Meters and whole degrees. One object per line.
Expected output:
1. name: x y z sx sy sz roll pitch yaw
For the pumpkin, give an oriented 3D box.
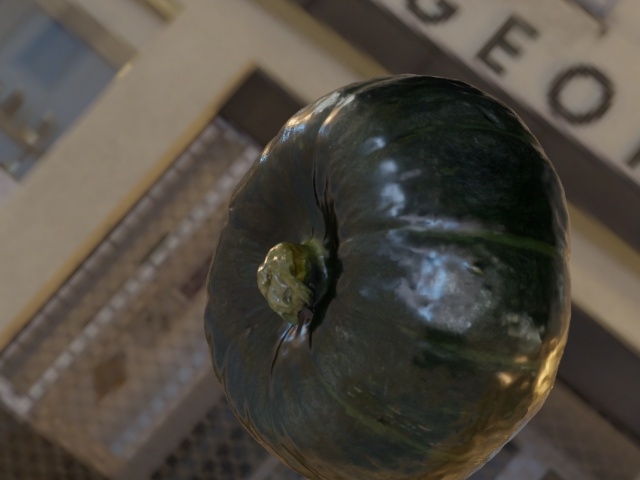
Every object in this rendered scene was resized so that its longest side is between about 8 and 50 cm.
1. pumpkin: 0.038 0.031 1.217 0.207 0.300 0.300 9 13 -32
